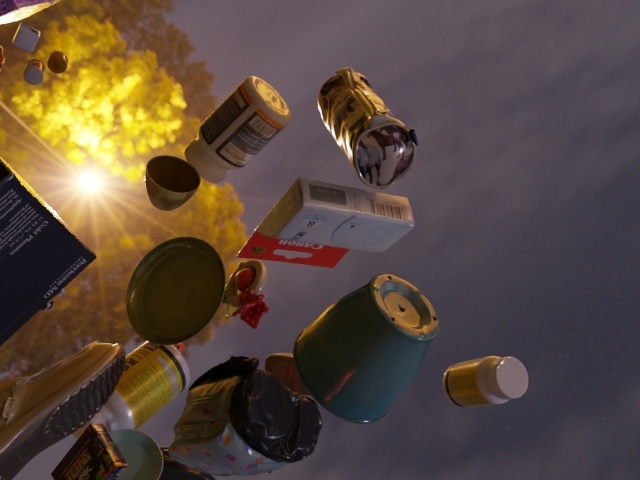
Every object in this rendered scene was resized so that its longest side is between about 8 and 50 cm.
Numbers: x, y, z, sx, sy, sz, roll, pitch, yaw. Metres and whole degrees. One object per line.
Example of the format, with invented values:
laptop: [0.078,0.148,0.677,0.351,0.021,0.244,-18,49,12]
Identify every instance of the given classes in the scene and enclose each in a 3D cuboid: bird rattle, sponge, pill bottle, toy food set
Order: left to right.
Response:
toy food set: [-0.642,-0.410,1.413,0.111,0.232,0.105,-55,-149,21]
sponge: [-0.605,-0.464,1.362,0.117,0.031,0.210,-18,-159,14]
pill bottle: [-0.550,0.439,1.960,0.187,0.188,0.334,-13,-164,41]
pill bottle: [-0.224,-0.289,1.821,0.278,0.162,0.162,-40,-152,21]
bird rattle: [-0.241,0.149,2.114,0.253,0.143,0.207,-6,-125,57]
pill bottle: [0.411,0.353,1.713,0.119,0.119,0.208,-58,-168,-28]

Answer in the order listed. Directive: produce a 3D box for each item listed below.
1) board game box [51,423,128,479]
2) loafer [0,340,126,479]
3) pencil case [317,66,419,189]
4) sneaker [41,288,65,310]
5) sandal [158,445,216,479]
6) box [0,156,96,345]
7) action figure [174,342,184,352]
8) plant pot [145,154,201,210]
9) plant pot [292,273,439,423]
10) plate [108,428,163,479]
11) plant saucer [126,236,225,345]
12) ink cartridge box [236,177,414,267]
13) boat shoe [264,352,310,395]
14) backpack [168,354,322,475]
board game box: [-0.559,0.555,1.656,0.141,0.048,0.170,42,-82,30]
loafer: [-0.337,0.192,0.777,0.268,0.092,0.102,-40,159,-43]
pencil case: [0.107,-0.296,1.707,0.159,0.184,0.410,-3,-149,-13]
sneaker: [-0.746,0.158,1.769,0.085,0.086,0.237,-38,-171,28]
sandal: [-0.491,0.696,2.147,0.167,0.445,0.107,-38,-151,33]
box: [-0.565,0.034,1.014,0.179,0.312,0.343,40,-105,18]
action figure: [-0.524,0.394,2.181,0.280,0.091,0.139,-55,175,-7]
plant pot: [-0.370,-0.128,1.670,0.134,0.134,0.095,-82,-163,-49]
plant pot: [0.116,0.219,1.517,0.255,0.271,0.272,-54,-160,32]
plate: [-0.500,0.573,1.758,0.188,0.188,0.024,-80,-168,-49]
plant saucer: [-0.302,0.110,1.461,0.240,0.037,0.241,-8,-115,18]
ink cartridge box: [0.000,0.000,1.714,0.385,0.308,0.091,-46,-135,48]
boat shoe: [-0.002,0.335,1.739,0.276,0.098,0.096,13,-156,11]
backpack: [-0.108,0.230,0.863,0.182,0.152,0.115,-19,-146,40]
